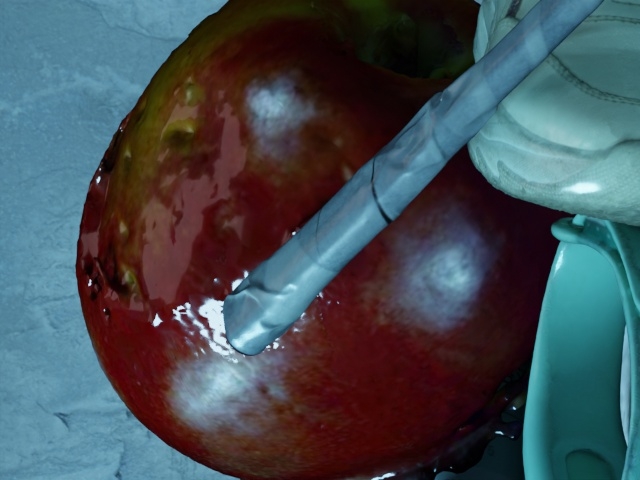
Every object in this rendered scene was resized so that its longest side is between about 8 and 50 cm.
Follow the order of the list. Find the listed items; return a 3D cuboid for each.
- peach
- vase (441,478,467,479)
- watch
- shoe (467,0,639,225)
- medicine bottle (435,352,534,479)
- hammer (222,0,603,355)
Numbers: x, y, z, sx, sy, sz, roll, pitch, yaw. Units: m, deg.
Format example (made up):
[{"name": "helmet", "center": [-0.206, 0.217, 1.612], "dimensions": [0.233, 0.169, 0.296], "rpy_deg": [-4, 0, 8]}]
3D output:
[{"name": "peach", "center": [0.000, 0.000, 1.213], "dimensions": [0.339, 0.353, 0.417], "rpy_deg": [-89, 15, -46]}, {"name": "vase", "center": [0.104, 0.251, 1.061], "dimensions": [0.248, 0.128, 0.128], "rpy_deg": [-116, 33, -72]}, {"name": "watch", "center": [0.160, 0.080, 0.884], "dimensions": [0.237, 0.068, 0.195], "rpy_deg": [-87, 7, -55]}, {"name": "shoe", "center": [0.159, -0.149, 0.900], "dimensions": [0.342, 0.132, 0.211], "rpy_deg": [-87, 6, -63]}, {"name": "medicine bottle", "center": [0.119, 0.079, 1.323], "dimensions": [0.110, 0.110, 0.352], "rpy_deg": [101, 176, -55]}, {"name": "hammer", "center": [0.084, -0.073, 0.808], "dimensions": [0.427, 0.044, 0.152], "rpy_deg": [-46, 36, 27]}]
